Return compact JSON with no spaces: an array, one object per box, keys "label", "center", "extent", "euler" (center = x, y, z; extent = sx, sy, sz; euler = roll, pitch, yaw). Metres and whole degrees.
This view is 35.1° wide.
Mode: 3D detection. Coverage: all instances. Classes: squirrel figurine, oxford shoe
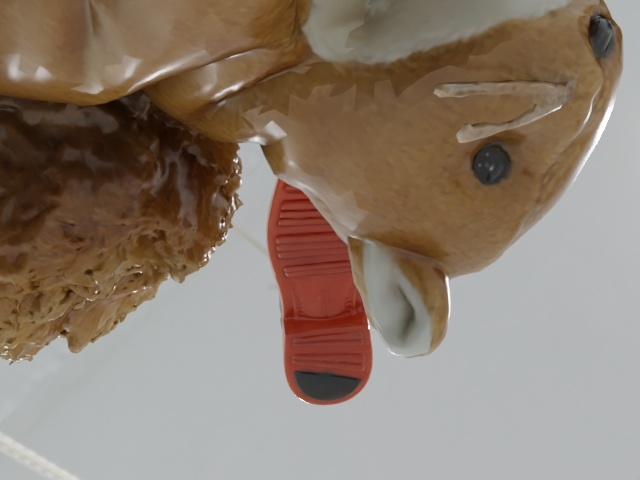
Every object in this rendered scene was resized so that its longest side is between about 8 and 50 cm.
[{"label":"squirrel figurine","center":[-0.070,-0.102,0.486],"extent":[0.397,0.370,0.281],"euler":[-34,-149,41]},{"label":"oxford shoe","center":[0.000,0.000,0.819],"extent":[0.098,0.096,0.271],"euler":[-101,-165,-59]}]
